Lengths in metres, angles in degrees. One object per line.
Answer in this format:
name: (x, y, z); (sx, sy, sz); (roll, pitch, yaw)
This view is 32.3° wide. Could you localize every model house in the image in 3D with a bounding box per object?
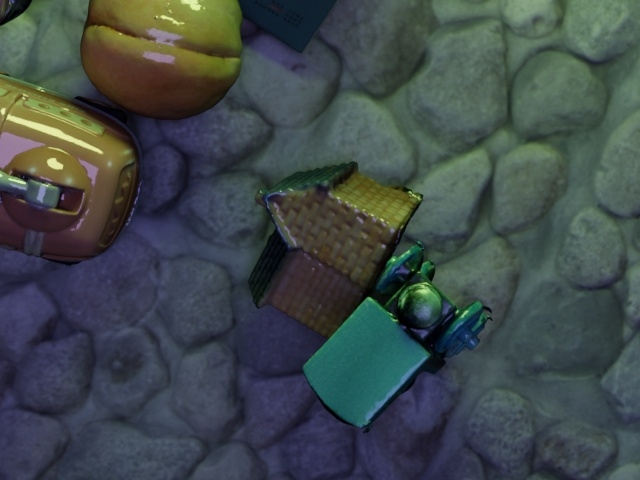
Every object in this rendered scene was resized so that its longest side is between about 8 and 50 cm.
model house: (0.000, 0.000, 1.297); (0.172, 0.166, 0.183); (27, 110, 4)

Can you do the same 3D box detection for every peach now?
peach: (-0.177, -0.222, 1.223); (0.184, 0.184, 0.184); (-1, 99, -7)

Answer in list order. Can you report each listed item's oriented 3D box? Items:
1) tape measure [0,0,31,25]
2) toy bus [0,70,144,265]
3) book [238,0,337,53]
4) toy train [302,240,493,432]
tape measure: (-0.429, -0.332, 1.190); (0.245, 0.149, 0.231); (7, 95, -16)
toy bus: (-0.337, -0.074, 1.195); (0.287, 0.232, 0.194); (18, 98, -11)
book: (-0.040, -0.398, 1.173); (0.264, 0.031, 0.379); (32, 131, -11)
toy train: (0.090, 0.116, 1.248); (0.120, 0.298, 0.194); (43, 91, 13)
